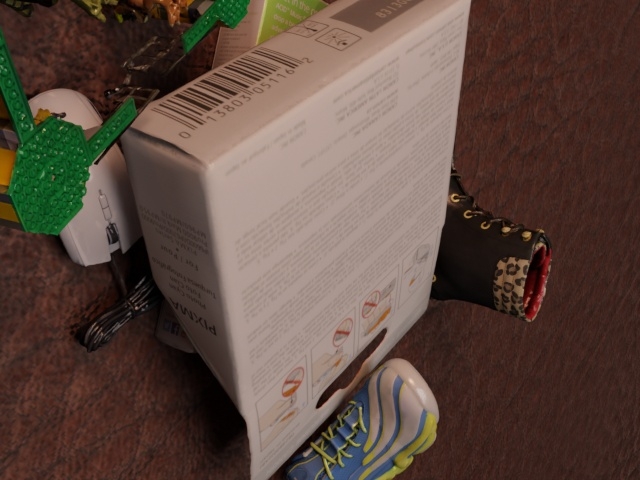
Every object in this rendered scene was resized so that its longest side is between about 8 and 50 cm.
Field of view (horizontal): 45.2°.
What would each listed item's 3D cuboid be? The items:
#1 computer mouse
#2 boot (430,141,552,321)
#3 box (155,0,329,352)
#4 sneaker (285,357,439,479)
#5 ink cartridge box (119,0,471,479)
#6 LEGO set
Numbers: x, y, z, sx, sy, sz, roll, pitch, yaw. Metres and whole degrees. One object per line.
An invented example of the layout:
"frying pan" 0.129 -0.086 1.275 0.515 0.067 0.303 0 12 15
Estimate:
"computer mouse" -0.163 -0.016 0.565 0.106 0.042 0.192 -33 123 -26
"boot" 0.171 -0.034 0.850 0.085 0.179 0.236 -6 106 -48
"box" -0.019 -0.054 0.722 0.232 0.059 0.321 11 93 -50
"sneaker" 0.037 0.216 0.782 0.126 0.091 0.240 -27 150 -29
"ink cartridge box" 0.000 0.000 0.679 0.308 0.091 0.384 -40 146 -35
"LEGO set" -0.188 -0.175 0.432 0.255 0.192 0.331 80 28 -52
